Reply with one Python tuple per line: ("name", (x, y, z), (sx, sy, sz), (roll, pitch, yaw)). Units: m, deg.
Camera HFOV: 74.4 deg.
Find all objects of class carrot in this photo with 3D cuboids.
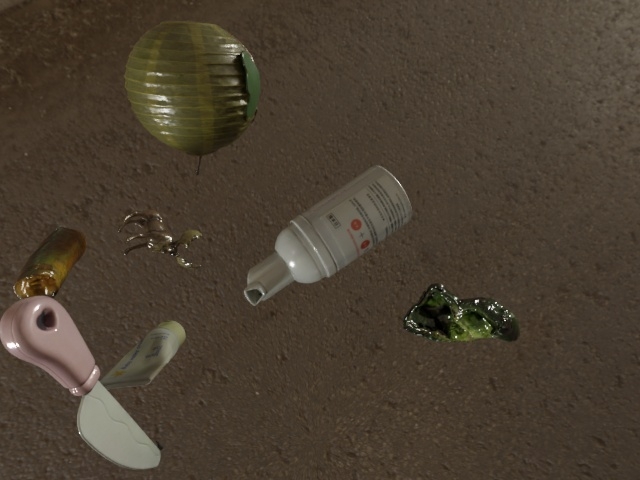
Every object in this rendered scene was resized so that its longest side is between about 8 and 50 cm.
("carrot", (-0.439, 0.035, 0.698), (0.070, 0.070, 0.260), (-26, 24, -13))

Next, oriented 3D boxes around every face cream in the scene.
("face cream", (0.000, 0.000, 0.865), (0.369, 0.145, 0.145), (-33, 69, -10))
("face cream", (-0.347, 0.234, 0.850), (0.114, 0.224, 0.070), (-10, 100, 7))

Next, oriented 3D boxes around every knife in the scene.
("knife", (-0.284, 0.210, 0.539), (0.043, 0.336, 0.081), (-13, 30, 10))

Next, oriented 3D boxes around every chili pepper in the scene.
("chili pepper", (0.329, 0.178, 1.000), (0.264, 0.148, 0.116), (-10, 58, 41))

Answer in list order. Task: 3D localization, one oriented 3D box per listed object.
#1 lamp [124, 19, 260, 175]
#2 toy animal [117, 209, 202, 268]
("lamp", (-0.233, -0.262, 0.804), (0.250, 0.284, 0.250), (1, 24, -1))
("toy animal", (-0.418, -0.007, 1.112), (0.186, 0.094, 0.214), (-5, 49, -36))
